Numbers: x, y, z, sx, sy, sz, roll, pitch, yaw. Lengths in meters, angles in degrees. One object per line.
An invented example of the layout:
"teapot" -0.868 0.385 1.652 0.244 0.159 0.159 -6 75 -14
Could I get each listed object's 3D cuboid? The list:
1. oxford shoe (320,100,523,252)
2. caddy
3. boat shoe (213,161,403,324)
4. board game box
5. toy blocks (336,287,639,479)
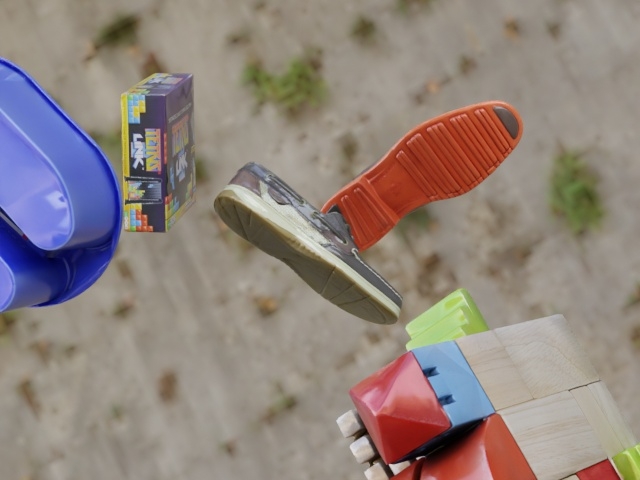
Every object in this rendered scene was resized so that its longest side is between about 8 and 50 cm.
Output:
"oxford shoe" 0.115 -0.086 2.330 0.271 0.097 0.098 -30 9 16
"caddy" -0.395 -0.069 2.383 0.241 0.341 0.179 -45 -4 15
"boat shoe" -0.001 0.000 2.024 0.073 0.223 0.080 -59 9 -25
"board game box" -0.164 -0.093 2.053 0.048 0.141 0.170 2 13 6
"toy blocks" 0.115 0.199 1.110 0.191 0.381 0.261 -36 -15 29
